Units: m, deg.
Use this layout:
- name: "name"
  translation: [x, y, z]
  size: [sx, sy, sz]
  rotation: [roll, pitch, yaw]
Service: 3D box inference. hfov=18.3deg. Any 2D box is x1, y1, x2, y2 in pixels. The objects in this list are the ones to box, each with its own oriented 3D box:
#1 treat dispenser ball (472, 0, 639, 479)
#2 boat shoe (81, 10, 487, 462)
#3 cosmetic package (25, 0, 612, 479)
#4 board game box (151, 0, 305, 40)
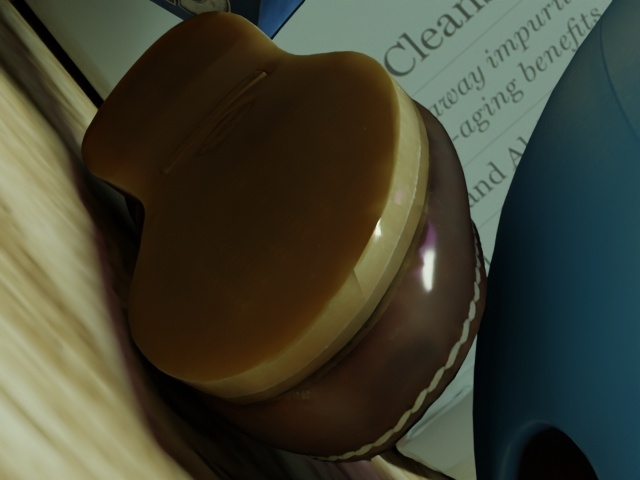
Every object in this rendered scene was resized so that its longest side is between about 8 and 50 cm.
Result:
- name: "treat dispenser ball"
  translation: [0.175, 0.037, 0.408]
  size: [0.288, 0.288, 0.288]
  rotation: [48, 4, -4]
- name: "boat shoe"
  translation: [0.000, 0.000, 0.431]
  size: [0.073, 0.073, 0.207]
  rotation: [45, 5, -19]
- name: "cosmetic package"
  translation: [0.001, -0.128, 0.697]
  size: [0.385, 0.217, 0.156]
  rotation: [48, 3, 20]
- name: "board game box"
  translation: [-0.019, -0.182, 0.572]
  size: [0.165, 0.243, 0.042]
  rotation: [32, -28, 12]
